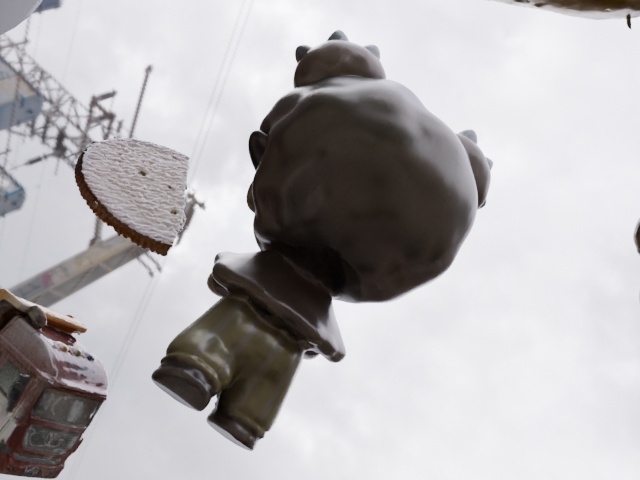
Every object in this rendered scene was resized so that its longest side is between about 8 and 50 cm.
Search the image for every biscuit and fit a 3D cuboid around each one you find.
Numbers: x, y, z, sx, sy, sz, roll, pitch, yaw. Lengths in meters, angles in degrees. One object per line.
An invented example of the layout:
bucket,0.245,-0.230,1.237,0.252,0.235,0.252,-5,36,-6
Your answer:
biscuit,-0.201,-0.059,0.818,0.125,0.206,0.025,23,-62,-18

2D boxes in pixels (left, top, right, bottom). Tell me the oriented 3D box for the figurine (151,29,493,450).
figurine,-0.001,0.001,0.698,0.248,0.381,0.203,38,-15,-9

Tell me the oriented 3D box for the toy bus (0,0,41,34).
toy bus,-0.360,-0.232,0.580,0.127,0.302,0.147,-19,-83,30

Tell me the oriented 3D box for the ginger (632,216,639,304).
ginger,0.357,0.051,0.748,0.080,0.104,0.204,-2,-60,36

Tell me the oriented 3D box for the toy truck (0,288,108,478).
toy truck,-0.304,0.085,0.662,0.270,0.114,0.135,31,-96,27

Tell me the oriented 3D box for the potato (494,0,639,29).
potato,0.211,-0.267,0.564,0.229,0.265,0.230,-169,-90,-67
